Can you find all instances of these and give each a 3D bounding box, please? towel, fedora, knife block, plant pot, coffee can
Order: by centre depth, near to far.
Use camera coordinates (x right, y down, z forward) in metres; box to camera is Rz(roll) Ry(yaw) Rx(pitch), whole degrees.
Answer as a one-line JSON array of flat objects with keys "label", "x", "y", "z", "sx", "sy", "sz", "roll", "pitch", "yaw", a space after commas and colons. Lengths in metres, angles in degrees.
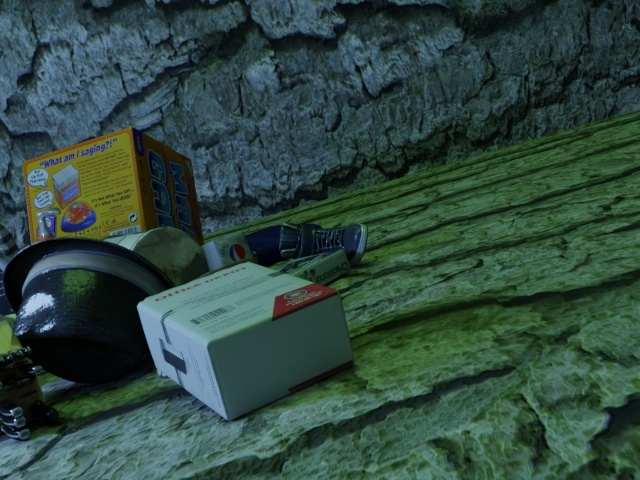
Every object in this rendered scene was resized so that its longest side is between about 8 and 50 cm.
[{"label": "knife block", "x": -0.496, "y": 0.263, "z": 1.410, "sx": 0.088, "sy": 0.242, "sz": 0.276, "roll": -20, "pitch": -37, "yaw": -30}, {"label": "fedora", "x": -0.408, "y": 0.145, "z": 1.520, "sx": 0.333, "sy": 0.334, "sz": 0.153, "roll": -14, "pitch": 37, "yaw": 21}, {"label": "plant pot", "x": -0.237, "y": 0.105, "z": 1.912, "sx": 0.236, "sy": 0.032, "sz": 0.236, "roll": -26, "pitch": -9, "yaw": -4}, {"label": "coffee can", "x": -0.425, "y": 0.078, "z": 2.092, "sx": 0.201, "sy": 0.202, "sz": 0.275, "roll": -22, "pitch": 9, "yaw": -35}, {"label": "towel", "x": -0.156, "y": 0.028, "z": 2.417, "sx": 0.227, "sy": 0.076, "sz": 0.308, "roll": -1, "pitch": 16, "yaw": 41}]

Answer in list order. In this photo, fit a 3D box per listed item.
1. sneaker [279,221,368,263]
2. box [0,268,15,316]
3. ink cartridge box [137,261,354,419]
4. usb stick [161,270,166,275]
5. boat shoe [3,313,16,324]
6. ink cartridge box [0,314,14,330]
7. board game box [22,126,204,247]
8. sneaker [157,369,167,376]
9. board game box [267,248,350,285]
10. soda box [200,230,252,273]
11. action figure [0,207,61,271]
[{"label": "sneaker", "x": 0.000, "y": 0.002, "z": 1.929, "sx": 0.163, "sy": 0.086, "sz": 0.226, "roll": 12, "pitch": -15, "yaw": -20}, {"label": "box", "x": -0.768, "y": 0.153, "z": 2.264, "sx": 0.153, "sy": 0.207, "sz": 0.108, "roll": -19, "pitch": 8, "yaw": -29}, {"label": "ink cartridge box", "x": -0.112, "y": 0.128, "z": 1.228, "sx": 0.197, "sy": 0.114, "sz": 0.272, "roll": -20, "pitch": 17, "yaw": -26}, {"label": "usb stick", "x": -0.425, "y": 0.155, "z": 1.776, "sx": 0.278, "sy": 0.045, "sz": 0.077, "roll": -37, "pitch": 7, "yaw": 9}, {"label": "boat shoe", "x": -0.562, "y": 0.197, "z": 1.921, "sx": 0.324, "sy": 0.097, "sz": 0.117, "roll": -13, "pitch": -33, "yaw": -1}, {"label": "ink cartridge box", "x": -0.743, "y": 0.227, "z": 1.825, "sx": 0.176, "sy": 0.128, "sz": 0.128, "roll": -13, "pitch": -19, "yaw": 18}, {"label": "board game box", "x": -0.577, "y": -0.066, "z": 2.506, "sx": 0.356, "sy": 0.357, "sz": 0.356, "roll": -15, "pitch": -14, "yaw": 16}, {"label": "sneaker", "x": -0.201, "y": 0.169, "z": 1.398, "sx": 0.166, "sy": 0.076, "sz": 0.065, "roll": -13, "pitch": 9, "yaw": 25}, {"label": "board game box", "x": -0.100, "y": 0.097, "z": 1.801, "sx": 0.192, "sy": 0.053, "sz": 0.305, "roll": -12, "pitch": 8, "yaw": 38}, {"label": "soda box", "x": -0.274, "y": 0.061, "z": 2.139, "sx": 0.091, "sy": 0.098, "sz": 0.286, "roll": -20, "pitch": -1, "yaw": -36}, {"label": "action figure", "x": -0.673, "y": 0.082, "z": 2.134, "sx": 0.178, "sy": 0.330, "sz": 0.341, "roll": 6, "pitch": 33, "yaw": 9}]
